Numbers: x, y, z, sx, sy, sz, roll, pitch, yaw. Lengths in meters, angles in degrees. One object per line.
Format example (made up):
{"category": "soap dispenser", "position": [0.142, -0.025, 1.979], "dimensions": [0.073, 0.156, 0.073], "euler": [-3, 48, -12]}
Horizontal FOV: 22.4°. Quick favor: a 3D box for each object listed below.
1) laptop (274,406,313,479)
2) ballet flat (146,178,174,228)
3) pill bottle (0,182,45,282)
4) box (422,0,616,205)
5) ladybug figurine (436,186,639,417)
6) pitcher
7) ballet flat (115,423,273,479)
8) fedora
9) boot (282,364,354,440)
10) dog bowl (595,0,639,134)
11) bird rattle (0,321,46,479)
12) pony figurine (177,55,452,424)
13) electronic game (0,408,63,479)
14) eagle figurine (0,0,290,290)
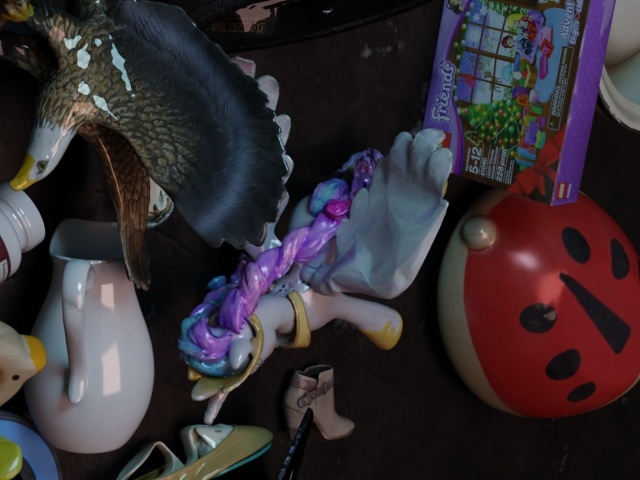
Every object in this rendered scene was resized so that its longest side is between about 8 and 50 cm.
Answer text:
{"category": "laptop", "position": [-0.127, 0.325, 1.776], "dimensions": [0.234, 0.136, 0.264], "euler": [104, 9, -46]}
{"category": "ballet flat", "position": [-0.161, -0.098, 1.568], "dimensions": [0.070, 0.070, 0.188], "euler": [-19, 119, -42]}
{"category": "pill bottle", "position": [-0.323, 0.012, 1.430], "dimensions": [0.152, 0.086, 0.086], "euler": [-37, 131, -33]}
{"category": "box", "position": [0.226, -0.206, 1.858], "dimensions": [0.057, 0.201, 0.293], "euler": [-7, 111, -47]}
{"category": "ladybug figurine", "position": [0.311, 0.088, 2.111], "dimensions": [0.449, 0.162, 0.305], "euler": [35, 80, -49]}
{"category": "pitcher", "position": [-0.223, 0.100, 1.524], "dimensions": [0.178, 0.125, 0.207], "euler": [-73, 168, -74]}
{"category": "ballet flat", "position": [-0.145, 0.239, 1.741], "dimensions": [0.232, 0.080, 0.073], "euler": [-30, 97, -40]}
{"category": "fedora", "position": [-0.008, -0.294, 1.548], "dimensions": [0.334, 0.334, 0.153], "euler": [-12, 84, -45]}
{"category": "boot", "position": [0.003, 0.189, 1.906], "dimensions": [0.118, 0.042, 0.087], "euler": [-4, 107, -48]}
{"category": "dog bowl", "position": [0.394, -0.347, 2.026], "dimensions": [0.408, 0.150, 0.408], "euler": [-22, 122, -42]}
{"category": "bird rattle", "position": [-0.354, 0.121, 1.379], "dimensions": [0.207, 0.143, 0.253], "euler": [-37, 139, 22]}
{"category": "pony figurine", "position": [0.000, 0.000, 1.679], "dimensions": [0.363, 0.302, 0.351], "euler": [-18, 129, -60]}
{"category": "electronic game", "position": [-0.341, 0.270, 1.550], "dimensions": [0.229, 0.048, 0.229], "euler": [-23, 123, -41]}
{"category": "eagle figurine", "position": [-0.185, -0.112, 1.413], "dimensions": [0.298, 0.226, 0.225], "euler": [38, 100, -21]}
